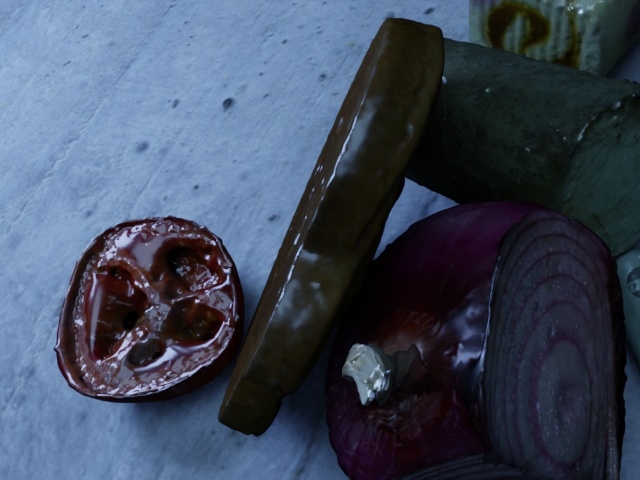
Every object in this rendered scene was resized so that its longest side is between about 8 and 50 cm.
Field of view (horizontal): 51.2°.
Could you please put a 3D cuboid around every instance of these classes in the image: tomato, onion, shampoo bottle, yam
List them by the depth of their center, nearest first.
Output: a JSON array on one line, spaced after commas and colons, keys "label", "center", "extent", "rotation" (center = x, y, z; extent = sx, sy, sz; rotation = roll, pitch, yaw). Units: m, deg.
[{"label": "onion", "center": [0.113, 0.100, 0.561], "extent": [0.230, 0.272, 0.256], "rotation": [-15, 36, 53]}, {"label": "shampoo bottle", "center": [0.298, 0.053, 0.625], "extent": [0.056, 0.056, 0.195], "rotation": [-19, 55, 10]}, {"label": "yam", "center": [0.186, -0.107, 0.681], "extent": [0.168, 0.168, 0.304], "rotation": [-47, 44, -10]}, {"label": "tomato", "center": [-0.186, 0.090, 0.775], "extent": [0.228, 0.101, 0.228], "rotation": [-6, 64, 12]}]

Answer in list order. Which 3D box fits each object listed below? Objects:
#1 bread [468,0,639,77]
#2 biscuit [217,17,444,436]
[{"label": "bread", "center": [0.343, -0.343, 0.793], "extent": [0.187, 0.155, 0.338], "rotation": [34, 75, 28]}, {"label": "biscuit", "center": [0.008, 0.004, 0.596], "extent": [0.070, 0.394, 0.350], "rotation": [23, 33, -6]}]
